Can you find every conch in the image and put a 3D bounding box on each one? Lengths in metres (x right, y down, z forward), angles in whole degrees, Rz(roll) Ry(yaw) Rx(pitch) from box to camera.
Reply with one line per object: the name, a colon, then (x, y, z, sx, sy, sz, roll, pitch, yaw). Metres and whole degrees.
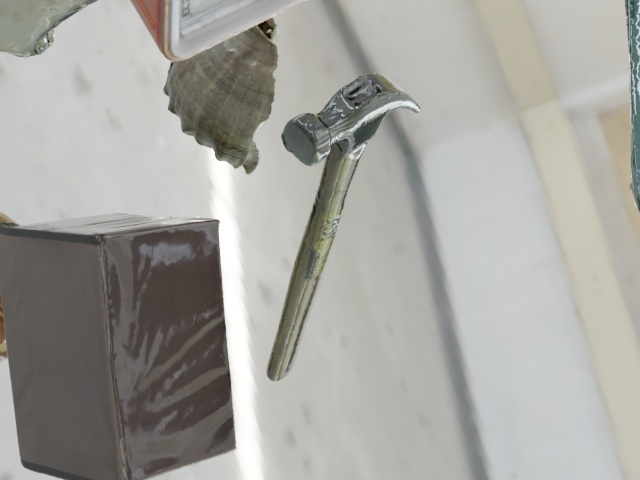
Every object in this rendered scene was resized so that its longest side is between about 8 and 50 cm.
conch: (-0.078, -0.149, 1.697, 0.130, 0.207, 0.155, -19, 74, -36)

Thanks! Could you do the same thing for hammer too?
hammer: (0.000, 0.000, 0.677, 0.017, 0.062, 0.182, 43, -33, 19)

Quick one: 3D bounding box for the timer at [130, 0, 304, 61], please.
timer: (-0.049, -0.314, 1.435, 0.161, 0.250, 0.257, 55, -28, 37)

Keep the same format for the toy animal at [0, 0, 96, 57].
toy animal: (-0.197, -0.212, 0.993, 0.204, 0.208, 0.156, 22, 40, -55)

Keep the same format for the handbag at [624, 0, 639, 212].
handbag: (0.365, -0.117, 1.333, 0.100, 0.269, 0.274, 51, 40, -66)

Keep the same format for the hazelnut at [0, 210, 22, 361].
hazelnut: (-0.392, 0.050, 1.958, 0.182, 0.182, 0.182, -20, 90, -78)

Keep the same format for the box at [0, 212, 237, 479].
box: (-0.199, 0.099, 1.705, 0.153, 0.188, 0.252, -14, 103, -41)
